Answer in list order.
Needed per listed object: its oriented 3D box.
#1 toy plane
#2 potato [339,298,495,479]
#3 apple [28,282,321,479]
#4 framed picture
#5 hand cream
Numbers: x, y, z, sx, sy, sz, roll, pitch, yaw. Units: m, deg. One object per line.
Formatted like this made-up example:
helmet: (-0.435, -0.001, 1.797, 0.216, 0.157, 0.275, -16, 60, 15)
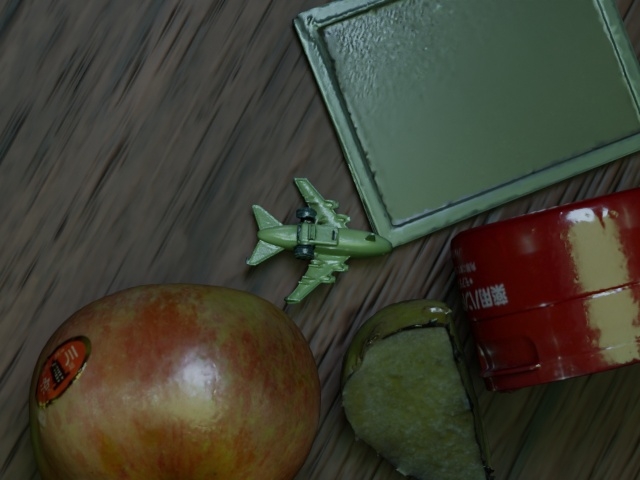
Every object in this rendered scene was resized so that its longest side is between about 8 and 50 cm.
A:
toy plane: (0.000, 0.000, 1.436, 0.111, 0.040, 0.102, 3, 72, 0)
potato: (0.072, 0.113, 1.439, 0.101, 0.089, 0.172, -16, 122, 9)
apple: (-0.106, 0.122, 1.335, 0.210, 0.209, 0.164, 0, 67, -10)
framed picture: (0.127, -0.126, 1.484, 0.252, 0.014, 0.197, -21, 90, -10)
hand cream: (0.198, 0.033, 1.399, 0.193, 0.193, 0.125, -14, 86, -10)
